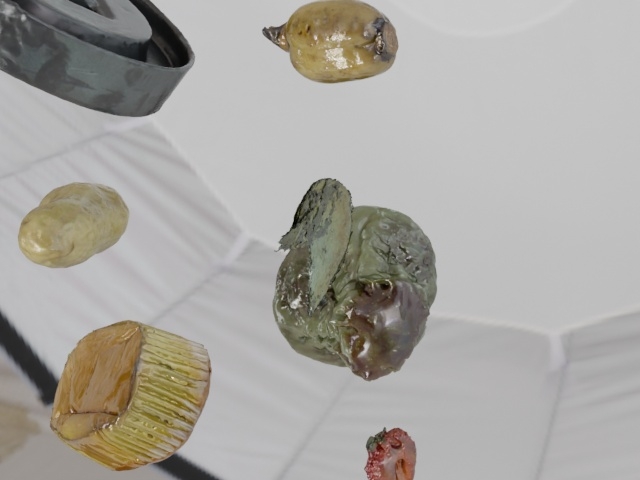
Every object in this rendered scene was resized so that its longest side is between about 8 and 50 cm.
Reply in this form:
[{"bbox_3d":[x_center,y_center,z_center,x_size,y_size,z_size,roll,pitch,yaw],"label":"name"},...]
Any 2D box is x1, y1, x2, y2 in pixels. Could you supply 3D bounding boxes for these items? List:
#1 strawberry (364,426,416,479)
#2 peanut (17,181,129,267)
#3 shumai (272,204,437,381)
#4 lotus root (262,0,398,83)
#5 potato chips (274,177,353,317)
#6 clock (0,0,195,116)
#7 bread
[{"bbox_3d":[0.129,0.390,2.076,0.103,0.152,0.048,-31,-154,-19],"label":"strawberry"},{"bbox_3d":[-0.450,-0.028,2.151,0.147,0.148,0.319,-11,-169,16],"label":"peanut"},{"bbox_3d":[0.089,0.143,2.548,0.397,0.324,0.323,-48,-160,12],"label":"shumai"},{"bbox_3d":[0.015,-0.290,1.737,0.220,0.125,0.118,7,-163,36],"label":"lotus root"},{"bbox_3d":[-0.004,-0.001,1.797,0.029,0.220,0.202,16,-109,24],"label":"potato chips"},{"bbox_3d":[-0.274,-0.234,1.166,0.066,0.318,0.319,-56,-171,19],"label":"clock"},{"bbox_3d":[-0.285,0.241,1.833,0.288,0.156,0.204,-27,-136,45],"label":"bread"}]
